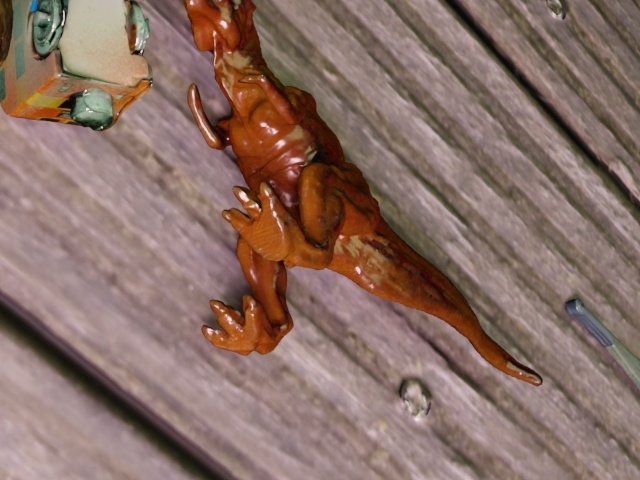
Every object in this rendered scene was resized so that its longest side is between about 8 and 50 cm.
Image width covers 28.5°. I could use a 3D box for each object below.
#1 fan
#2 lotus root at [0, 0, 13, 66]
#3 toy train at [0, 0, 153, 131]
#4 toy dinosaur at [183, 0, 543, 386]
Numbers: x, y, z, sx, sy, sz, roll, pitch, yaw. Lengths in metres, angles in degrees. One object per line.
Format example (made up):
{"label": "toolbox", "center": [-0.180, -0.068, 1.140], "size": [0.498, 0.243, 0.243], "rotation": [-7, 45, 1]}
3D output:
{"label": "fan", "center": [0.285, 0.115, 1.159], "size": [0.193, 0.016, 0.038], "rotation": [44, 46, -23]}
{"label": "lotus root", "center": [-0.258, -0.106, 0.548], "size": [0.179, 0.196, 0.397], "rotation": [66, 13, -5]}
{"label": "toy train", "center": [-0.158, -0.153, 0.783], "size": [0.072, 0.099, 0.188], "rotation": [6, 71, -39]}
{"label": "toy dinosaur", "center": [0.000, 0.000, 0.880], "size": [0.432, 0.097, 0.208], "rotation": [57, 35, -16]}
